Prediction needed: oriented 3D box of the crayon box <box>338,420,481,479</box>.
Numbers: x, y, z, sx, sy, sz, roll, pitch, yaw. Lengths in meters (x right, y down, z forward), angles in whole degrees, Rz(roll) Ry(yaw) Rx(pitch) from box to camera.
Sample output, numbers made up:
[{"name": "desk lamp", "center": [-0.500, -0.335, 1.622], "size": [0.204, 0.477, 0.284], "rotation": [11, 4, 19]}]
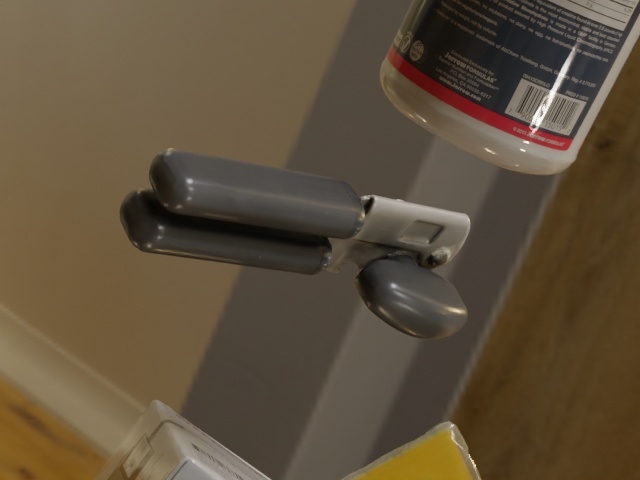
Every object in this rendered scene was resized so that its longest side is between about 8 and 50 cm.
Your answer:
[{"name": "crayon box", "center": [0.002, 0.219, 0.374], "size": [0.203, 0.083, 0.323], "rotation": [-27, -80, -8]}]

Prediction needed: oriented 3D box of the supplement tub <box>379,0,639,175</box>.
[{"name": "supplement tub", "center": [0.186, -0.211, 1.399], "size": [0.191, 0.191, 0.272], "rotation": [36, -70, 31]}]

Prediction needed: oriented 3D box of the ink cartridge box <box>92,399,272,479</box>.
[{"name": "ink cartridge box", "center": [-0.098, 0.280, 1.561], "size": [0.211, 0.289, 0.121], "rotation": [38, -93, -11]}]

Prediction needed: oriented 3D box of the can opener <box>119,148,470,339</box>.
[{"name": "can opener", "center": [0.000, 0.000, 1.084], "size": [0.074, 0.280, 0.093], "rotation": [-50, -134, 28]}]
